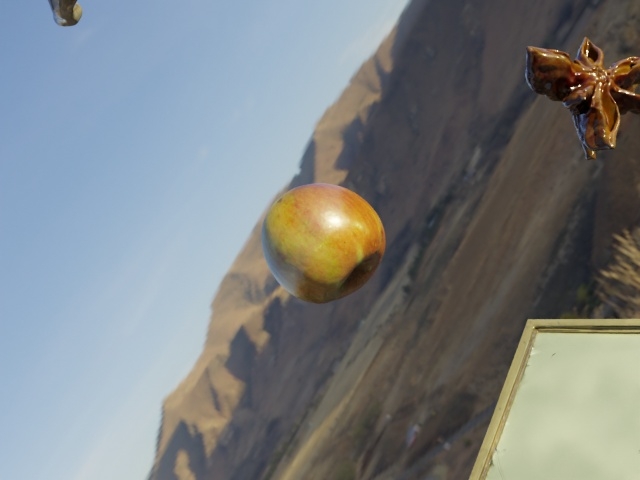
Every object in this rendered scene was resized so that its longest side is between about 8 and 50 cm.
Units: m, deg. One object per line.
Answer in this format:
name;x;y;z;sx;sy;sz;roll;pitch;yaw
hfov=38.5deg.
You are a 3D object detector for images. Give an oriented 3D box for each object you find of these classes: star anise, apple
star anise;0.362;-0.210;1.257;0.212;0.196;0.111;-57;0;-33
apple;0.000;0.000;1.454;0.196;0.196;0.196;-59;-1;-2

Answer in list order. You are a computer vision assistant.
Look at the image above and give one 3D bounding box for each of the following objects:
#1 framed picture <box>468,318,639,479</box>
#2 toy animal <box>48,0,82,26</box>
framed picture;0.193;0.133;0.685;0.136;0.010;0.201;-4;39;36
toy animal;-0.414;-0.523;1.399;0.302;0.194;0.344;108;172;-54
